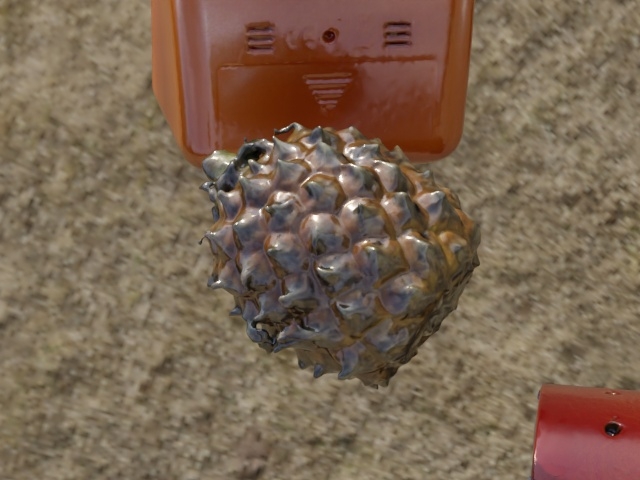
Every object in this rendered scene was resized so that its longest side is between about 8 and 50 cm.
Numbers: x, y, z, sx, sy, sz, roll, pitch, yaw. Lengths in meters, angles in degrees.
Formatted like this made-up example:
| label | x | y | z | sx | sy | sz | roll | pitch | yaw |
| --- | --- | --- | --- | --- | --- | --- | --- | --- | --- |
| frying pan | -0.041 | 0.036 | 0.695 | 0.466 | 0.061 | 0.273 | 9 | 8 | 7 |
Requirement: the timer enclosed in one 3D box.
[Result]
| label | x | y | z | sx | sy | sz | roll | pitch | yaw |
| --- | --- | --- | --- | --- | --- | --- | --- | --- | --- |
| timer | -0.004 | -0.193 | 1.170 | 0.161 | 0.257 | 0.250 | -108 | 17 | -61 |

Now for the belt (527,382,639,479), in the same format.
| label | x | y | z | sx | sy | sz | roll | pitch | yaw |
| --- | --- | --- | --- | --- | --- | --- | --- | --- | --- |
| belt | 0.210 | 0.225 | 1.124 | 0.115 | 0.324 | 0.227 | 6 | 86 | 10 |

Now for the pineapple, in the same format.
| label | x | y | z | sx | sy | sz | roll | pitch | yaw |
| --- | --- | --- | --- | --- | --- | --- | --- | --- | --- |
| pineapple | 0.000 | 0.000 | 0.958 | 0.193 | 0.166 | 0.166 | 35 | 95 | 14 |
